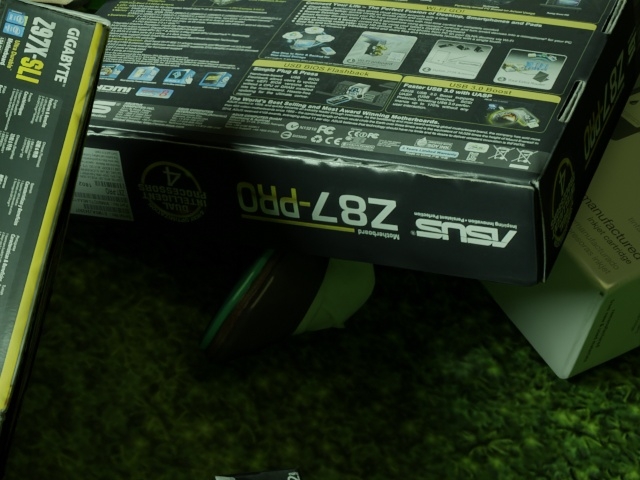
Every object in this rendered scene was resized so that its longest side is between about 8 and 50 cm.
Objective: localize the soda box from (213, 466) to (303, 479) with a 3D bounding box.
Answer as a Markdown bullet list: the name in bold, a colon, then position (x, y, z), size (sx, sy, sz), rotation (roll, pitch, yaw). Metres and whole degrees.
- **soda box**: position (-0.049, 0.205, 1.116), size (0.053, 0.169, 0.060), rotation (-3, 50, -23)

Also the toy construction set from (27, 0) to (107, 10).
- **toy construction set**: position (-0.252, -0.276, 1.415), size (0.237, 0.309, 0.257), rotation (7, 55, -20)

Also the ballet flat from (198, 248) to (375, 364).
- **ballet flat**: position (0.000, 0.000, 1.381), size (0.096, 0.095, 0.280), rotation (31, 45, -7)

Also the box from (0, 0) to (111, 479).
- **box**: position (-0.208, 0.052, 1.140), size (0.079, 0.257, 0.322), rotation (15, 45, -8)

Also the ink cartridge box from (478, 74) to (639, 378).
- **ink cartridge box**: position (0.247, -0.037, 1.470), size (0.273, 0.115, 0.198), rotation (-21, 57, -29)

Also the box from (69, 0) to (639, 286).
- **box**: position (0.014, -0.116, 1.375), size (0.395, 0.097, 0.318), rotation (7, 39, 20)
